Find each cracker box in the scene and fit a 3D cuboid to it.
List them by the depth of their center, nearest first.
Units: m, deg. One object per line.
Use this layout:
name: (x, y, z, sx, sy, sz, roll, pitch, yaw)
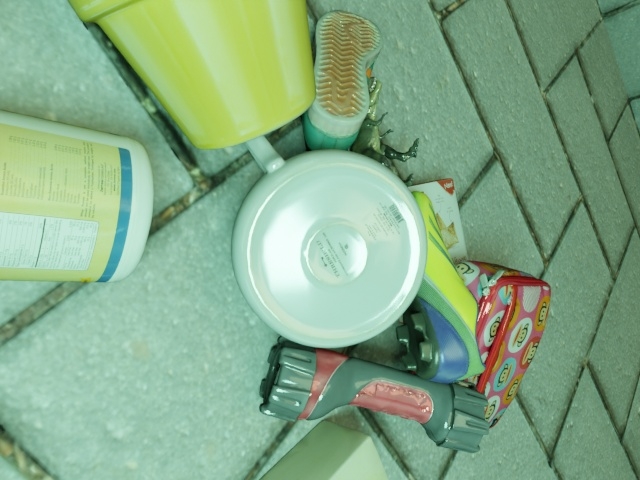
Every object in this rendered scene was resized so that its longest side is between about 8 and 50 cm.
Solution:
cracker box: (0.189, 0.015, 0.815, 0.155, 0.067, 0.233, -15, 94, -39)

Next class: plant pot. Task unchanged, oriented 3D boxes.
plant pot: (-0.117, -0.241, 0.495, 0.254, 0.253, 0.239, -44, 127, -34)

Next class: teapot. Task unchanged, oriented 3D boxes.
teapot: (0.000, 0.000, 0.595, 0.252, 0.187, 0.256, 10, 96, -12)

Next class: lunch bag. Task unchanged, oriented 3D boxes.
lunch bag: (0.253, 0.179, 0.768, 0.258, 0.120, 0.294, 8, 103, -42)

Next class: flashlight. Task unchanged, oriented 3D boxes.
flashlight: (0.076, 0.213, 0.609, 0.303, 0.103, 0.103, 19, 98, -11)

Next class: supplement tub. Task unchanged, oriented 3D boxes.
supplement tub: (-0.265, -0.037, 0.397, 0.199, 0.144, 0.145, 6, 81, -38)

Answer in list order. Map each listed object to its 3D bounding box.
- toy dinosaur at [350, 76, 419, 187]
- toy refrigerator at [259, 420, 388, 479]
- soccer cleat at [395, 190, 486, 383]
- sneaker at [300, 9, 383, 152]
toy dinosaur: (0.094, -0.129, 0.741, 0.064, 0.118, 0.269, 66, 34, -74)
toy refrigerator: (-0.040, 0.355, 0.565, 0.269, 0.102, 0.094, -30, 104, -38)
soccer cleat: (0.166, 0.060, 0.666, 0.121, 0.093, 0.290, 8, 59, -17)
sneaker: (0.021, -0.234, 0.694, 0.108, 0.121, 0.302, 18, 52, -7)
